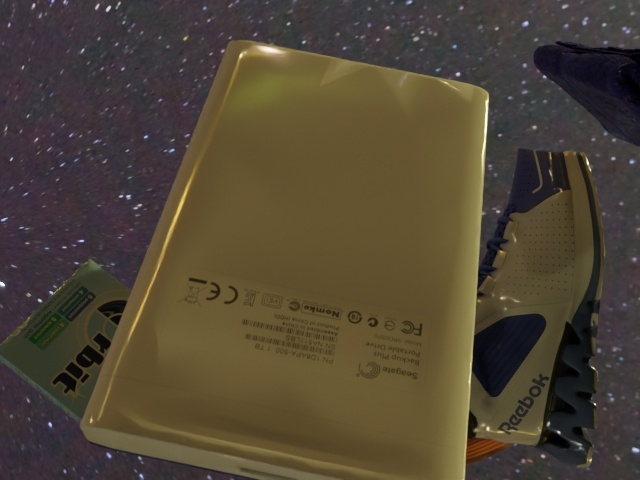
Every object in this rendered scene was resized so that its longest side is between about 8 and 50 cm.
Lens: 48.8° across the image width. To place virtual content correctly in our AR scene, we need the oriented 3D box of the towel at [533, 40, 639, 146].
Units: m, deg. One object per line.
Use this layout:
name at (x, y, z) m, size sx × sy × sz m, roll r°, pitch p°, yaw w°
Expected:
towel at (0.458, -0.212, 1.047) m, size 0.227 × 0.308 × 0.076 m, roll 35°, pitch -76°, yaw -15°

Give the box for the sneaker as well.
sneaker at (0.174, 0.064, 0.699) m, size 0.182 × 0.127 × 0.316 m, roll 0°, pitch -90°, yaw 10°

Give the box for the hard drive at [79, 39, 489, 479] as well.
hard drive at (0.000, 0.000, 0.476) m, size 0.210 × 0.040 × 0.319 m, roll 12°, pitch -124°, yaw 1°

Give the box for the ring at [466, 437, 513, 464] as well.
ring at (0.133, 0.245, 0.987) m, size 0.336 × 0.336 × 0.032 m, roll -14°, pitch -85°, yaw -27°

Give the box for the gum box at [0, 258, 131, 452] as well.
gum box at (-0.266, 0.137, 0.861) m, size 0.184 × 0.041 × 0.157 m, roll 36°, pitch -120°, yaw 5°
